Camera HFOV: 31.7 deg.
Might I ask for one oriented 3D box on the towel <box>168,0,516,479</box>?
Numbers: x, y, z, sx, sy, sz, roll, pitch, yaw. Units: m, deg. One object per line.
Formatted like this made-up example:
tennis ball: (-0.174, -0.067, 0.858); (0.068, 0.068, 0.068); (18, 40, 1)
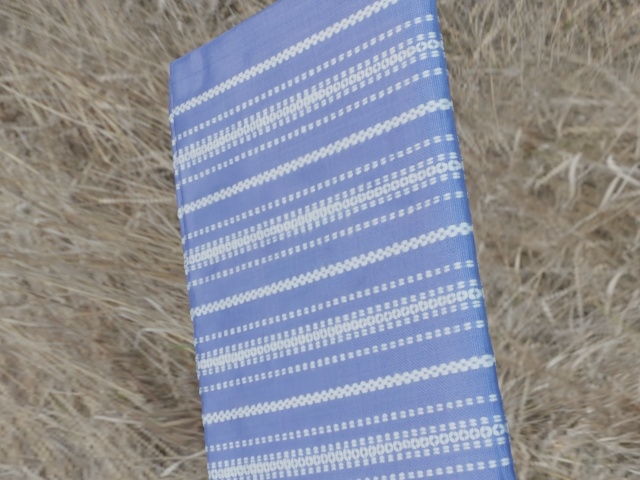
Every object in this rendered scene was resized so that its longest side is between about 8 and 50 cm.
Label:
towel: (0.000, 0.000, 0.703); (0.243, 0.040, 0.335); (-21, 71, 43)
